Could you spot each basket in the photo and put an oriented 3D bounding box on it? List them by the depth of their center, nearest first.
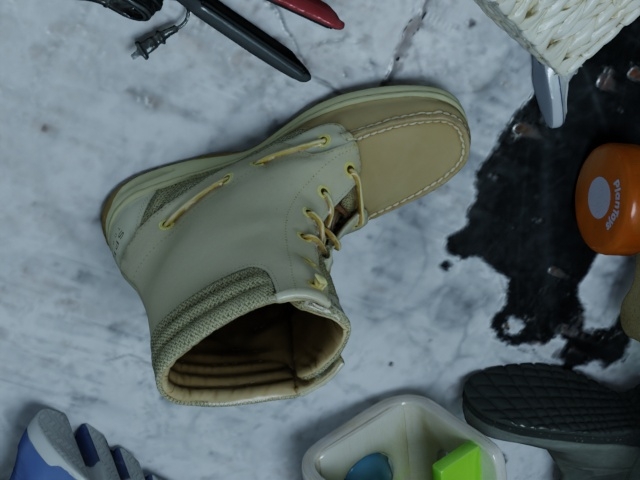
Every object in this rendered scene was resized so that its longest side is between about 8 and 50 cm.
[{"bbox_3d":[0.129,-0.194,0.886,0.113,0.167,0.103,-41,130,7],"label":"basket"}]

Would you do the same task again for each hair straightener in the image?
[{"bbox_3d":[-0.100,-0.150,0.897,0.230,0.047,0.089,21,109,-28],"label":"hair straightener"}]

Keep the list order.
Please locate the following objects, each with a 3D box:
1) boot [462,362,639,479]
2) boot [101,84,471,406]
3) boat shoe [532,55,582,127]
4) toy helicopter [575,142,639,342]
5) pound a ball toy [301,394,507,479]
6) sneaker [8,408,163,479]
[{"bbox_3d":[0.211,0.193,1.189,0.246,0.083,0.161,8,121,-22],"label":"boot"},{"bbox_3d":[0.000,0.000,0.924,0.262,0.203,0.095,-17,124,-8],"label":"boot"},{"bbox_3d":[0.169,-0.127,1.014,0.035,0.035,0.100,-15,116,-8],"label":"boat shoe"},{"bbox_3d":[0.283,0.102,1.029,0.140,0.235,0.355,1,102,-20],"label":"toy helicopter"},{"bbox_3d":[0.095,0.269,1.177,0.208,0.136,0.319,-30,129,-30],"label":"pound a ball toy"},{"bbox_3d":[-0.149,0.275,1.081,0.315,0.127,0.182,40,98,-26],"label":"sneaker"}]
